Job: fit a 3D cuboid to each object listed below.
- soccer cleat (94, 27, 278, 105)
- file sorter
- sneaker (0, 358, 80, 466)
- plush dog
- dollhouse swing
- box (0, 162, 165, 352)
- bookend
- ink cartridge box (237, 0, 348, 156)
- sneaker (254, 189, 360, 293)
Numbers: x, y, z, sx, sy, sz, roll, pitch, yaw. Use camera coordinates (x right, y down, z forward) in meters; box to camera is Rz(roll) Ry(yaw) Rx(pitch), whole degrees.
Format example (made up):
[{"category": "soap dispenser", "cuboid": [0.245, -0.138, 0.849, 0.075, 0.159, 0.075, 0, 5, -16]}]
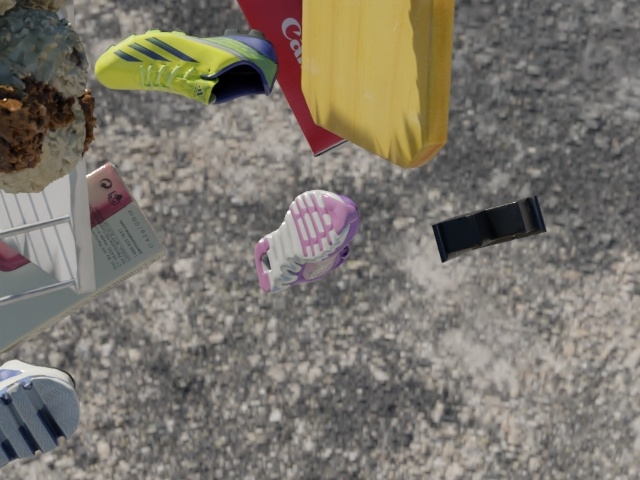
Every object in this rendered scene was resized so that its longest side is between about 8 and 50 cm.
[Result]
[{"category": "soccer cleat", "cuboid": [-0.209, -0.261, 1.732, 0.289, 0.093, 0.121, -4, 58, 0]}, {"category": "file sorter", "cuboid": [-0.336, -0.090, 1.031, 0.173, 0.278, 0.192, -15, 25, -36]}, {"category": "sneaker", "cuboid": [-0.468, 0.262, 1.557, 0.315, 0.128, 0.182, -23, 10, 0]}, {"category": "plush dog", "cuboid": [-0.248, -0.140, 0.811, 0.210, 0.225, 0.262, -22, 6, 6]}, {"category": "dollhouse swing", "cuboid": [0.145, -0.296, 1.271, 0.315, 0.305, 0.347, -25, 28, -20]}, {"category": "box", "cuboid": [-0.317, 0.023, 1.351, 0.232, 0.148, 0.127, -32, 92, -8]}, {"category": "bookend", "cuboid": [0.306, -0.022, 2.015, 0.157, 0.072, 0.156, -15, 1, 27]}, {"category": "ink cartridge box", "cuboid": [-0.012, -0.310, 1.906, 0.130, 0.310, 0.272, -27, 1, 15]}, {"category": "sneaker", "cuboid": [0.000, 0.000, 1.525, 0.104, 0.236, 0.095, -2, 69, -29]}]
